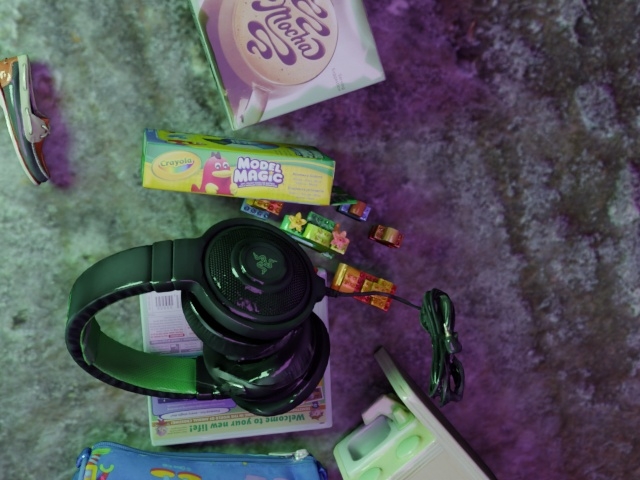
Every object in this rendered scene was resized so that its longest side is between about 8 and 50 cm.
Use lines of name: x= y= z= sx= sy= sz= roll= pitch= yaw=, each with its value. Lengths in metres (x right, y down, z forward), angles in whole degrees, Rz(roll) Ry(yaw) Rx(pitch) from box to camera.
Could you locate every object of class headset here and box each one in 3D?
headset: x=-0.059 y=0.103 z=1.106 sx=0.394 sy=0.185 sz=0.243 roll=-6 pitch=145 yaw=2

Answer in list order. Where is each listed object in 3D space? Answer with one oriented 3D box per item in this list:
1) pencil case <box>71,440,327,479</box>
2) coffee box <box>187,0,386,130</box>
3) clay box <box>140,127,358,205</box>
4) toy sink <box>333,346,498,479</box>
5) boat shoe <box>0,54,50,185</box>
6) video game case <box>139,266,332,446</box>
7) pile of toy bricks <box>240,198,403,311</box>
pencil case: x=-0.133 y=0.294 z=1.238 sx=0.306 sy=0.119 sz=0.133 roll=5 pitch=91 yaw=-11
coffee box: x=-0.061 y=-0.283 z=1.117 sx=0.168 sy=0.119 sz=0.297 roll=-18 pitch=106 yaw=-4
clay box: x=-0.076 y=-0.077 z=1.158 sx=0.222 sy=0.127 sz=0.053 roll=4 pitch=101 yaw=-12
toy sink: x=0.106 y=0.264 z=1.257 sx=0.131 sy=0.153 sz=0.234 roll=-40 pitch=107 yaw=1
boat shoe: x=-0.306 y=-0.126 z=1.150 sx=0.043 sy=0.049 sz=0.137 roll=-18 pitch=101 yaw=-8
video game case: x=-0.095 y=0.133 z=1.258 sx=0.212 sy=0.023 sz=0.193 roll=-5 pitch=103 yaw=-10
pile of toy bricks: x=0.000 y=0.000 z=1.188 sx=0.212 sy=0.105 sz=0.118 roll=22 pitch=84 yaw=-10
